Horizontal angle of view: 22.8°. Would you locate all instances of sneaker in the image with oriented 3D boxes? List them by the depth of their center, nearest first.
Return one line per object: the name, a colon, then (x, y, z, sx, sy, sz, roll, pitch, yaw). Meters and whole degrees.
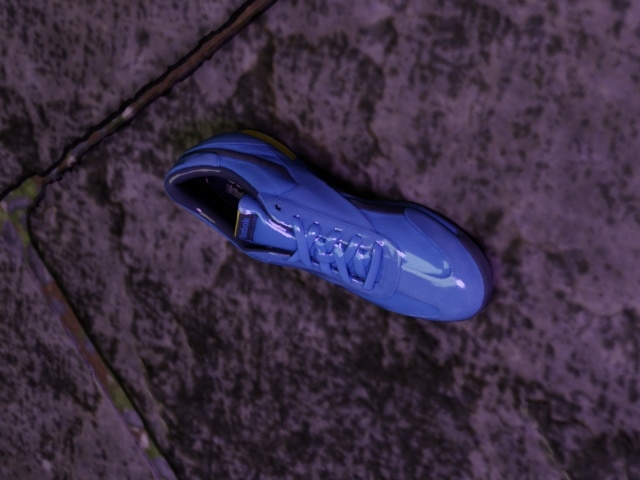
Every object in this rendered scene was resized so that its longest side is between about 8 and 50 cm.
sneaker: (0.000, 0.000, 0.945, 0.209, 0.082, 0.069, 28, 119, 21)
